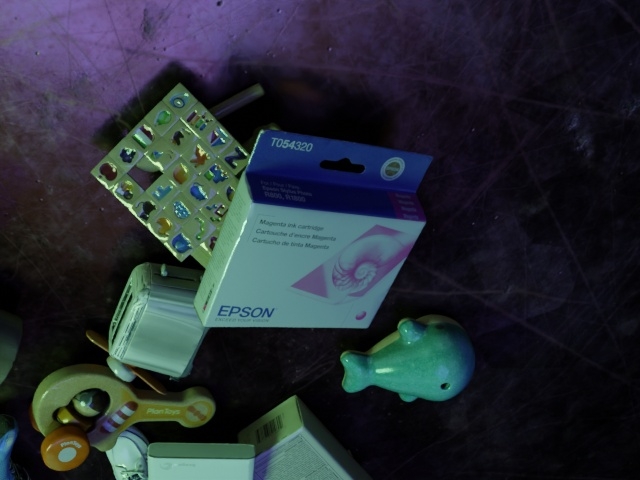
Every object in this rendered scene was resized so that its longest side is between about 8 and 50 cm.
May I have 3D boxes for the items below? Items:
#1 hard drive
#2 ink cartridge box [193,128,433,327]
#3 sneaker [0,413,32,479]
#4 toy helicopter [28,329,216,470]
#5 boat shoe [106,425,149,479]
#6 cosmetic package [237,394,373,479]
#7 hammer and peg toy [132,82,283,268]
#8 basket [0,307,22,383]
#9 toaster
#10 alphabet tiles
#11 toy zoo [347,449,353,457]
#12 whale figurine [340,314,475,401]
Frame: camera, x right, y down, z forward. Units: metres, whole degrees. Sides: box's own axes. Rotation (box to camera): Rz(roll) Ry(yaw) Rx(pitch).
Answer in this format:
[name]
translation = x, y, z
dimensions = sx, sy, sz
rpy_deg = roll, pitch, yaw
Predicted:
[hard drive]
translation = -0.239, 0.522, 1.680
dimensions = 0.203, 0.040, 0.307
rpy_deg = 2, 127, -6
[ink cartridge box]
translation = 0.000, 0.000, 1.325
dimensions = 0.324, 0.071, 0.330
rpy_deg = 4, 126, -32
[sneaker]
translation = -0.610, 0.442, 1.587
dimensions = 0.147, 0.129, 0.330
rpy_deg = 6, 129, -29
[toy helicopter]
translation = -0.354, 0.293, 1.572
dimensions = 0.355, 0.140, 0.235
rpy_deg = 9, 111, -34
[boat shoe]
translation = -0.371, 0.459, 1.685
dimensions = 0.083, 0.075, 0.226
rpy_deg = -21, 126, -3
[cosmetic package]
translation = -0.020, 0.490, 1.764
dimensions = 0.160, 0.113, 0.309
rpy_deg = -34, 118, 6
[hammer and peg toy]
translation = -0.126, -0.072, 1.371
dimensions = 0.266, 0.127, 0.361
rpy_deg = -35, 126, 8
[basket]
translation = -0.619, 0.151, 1.363
dimensions = 0.227, 0.154, 0.204
rpy_deg = 23, 116, -32
[toaster]
translation = -0.279, 0.142, 1.472
dimensions = 0.146, 0.129, 0.227
rpy_deg = 17, 118, -22
[alphabet tiles]
translation = -0.200, -0.088, 1.288
dimensions = 0.198, 0.009, 0.237
rpy_deg = -43, 99, 9
[toy zoo]
translation = -0.037, 0.600, 1.909
dimensions = 0.293, 0.030, 0.192
rpy_deg = -23, 126, -1
[whale figurine]
translation = 0.180, 0.255, 1.676
dimensions = 0.272, 0.141, 0.216
rpy_deg = -9, 125, -10
